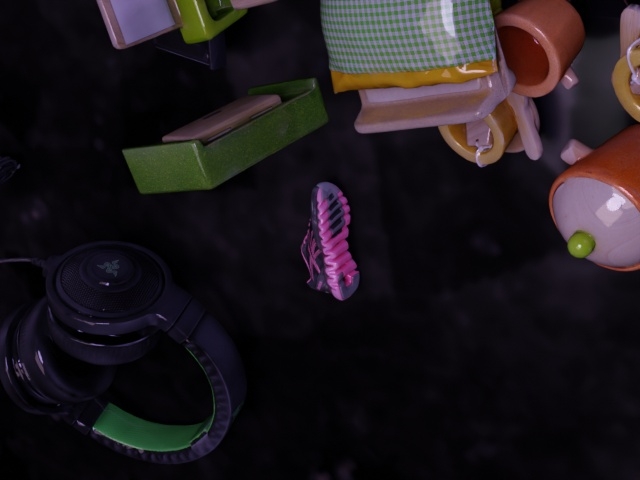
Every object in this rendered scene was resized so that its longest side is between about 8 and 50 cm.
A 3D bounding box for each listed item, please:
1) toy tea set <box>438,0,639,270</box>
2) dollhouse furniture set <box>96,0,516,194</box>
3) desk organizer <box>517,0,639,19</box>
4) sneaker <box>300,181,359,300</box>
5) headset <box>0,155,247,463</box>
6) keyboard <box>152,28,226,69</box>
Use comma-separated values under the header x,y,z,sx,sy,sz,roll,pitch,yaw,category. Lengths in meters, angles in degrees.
x,y,z,sx,sy,sz,roll,pitch,yaw,category
0.149,-0.097,0.957,0.336,0.124,0.200,25,144,34,toy tea set
-0.028,-0.159,0.917,0.302,0.151,0.197,-2,112,47,dollhouse furniture set
0.222,-0.194,0.962,0.130,0.047,0.050,8,118,28,desk organizer
0.000,0.000,1.187,0.057,0.047,0.119,9,115,40,sneaker
-0.248,0.074,1.334,0.394,0.185,0.243,40,131,-10,headset
-0.108,-0.309,1.083,0.201,0.033,0.317,27,128,49,keyboard
